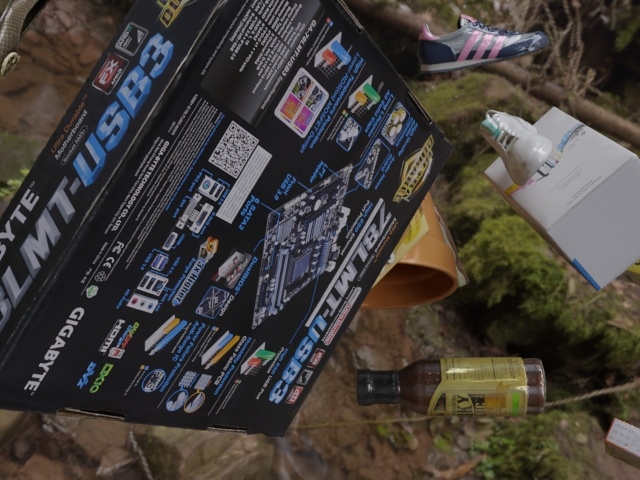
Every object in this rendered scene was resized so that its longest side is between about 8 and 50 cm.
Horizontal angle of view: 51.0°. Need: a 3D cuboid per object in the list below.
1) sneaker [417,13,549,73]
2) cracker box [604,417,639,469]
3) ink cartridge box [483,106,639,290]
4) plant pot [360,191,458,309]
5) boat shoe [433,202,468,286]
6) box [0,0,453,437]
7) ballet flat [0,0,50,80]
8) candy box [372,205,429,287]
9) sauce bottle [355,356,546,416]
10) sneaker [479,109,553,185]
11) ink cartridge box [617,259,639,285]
[{"bbox_3d":[0.396,-0.497,1.646,0.112,0.319,0.131,-85,164,-76],"label":"sneaker"},{"bbox_3d":[0.796,0.514,1.578,0.232,0.067,0.156,23,-16,32],"label":"cracker box"},{"bbox_3d":[0.418,-0.074,1.100,0.171,0.168,0.232,41,13,-28],"label":"ink cartridge box"},{"bbox_3d":[0.110,-0.004,1.278,0.291,0.291,0.203,17,63,-34],"label":"plant pot"},{"bbox_3d":[0.265,0.028,1.545,0.095,0.095,0.257,-99,164,-53],"label":"boat shoe"},{"bbox_3d":[-0.049,-0.011,0.466,0.073,0.295,0.293,32,1,33],"label":"box"},{"bbox_3d":[-0.426,-0.320,0.969,0.058,0.084,0.250,26,52,-28],"label":"ballet flat"},{"bbox_3d":[0.000,0.000,0.879,0.316,0.087,0.183,-42,126,-28],"label":"candy box"},{"bbox_3d":[0.240,0.276,1.264,0.344,0.111,0.111,-3,39,8],"label":"sauce bottle"},{"bbox_3d":[0.285,-0.151,1.019,0.094,0.080,0.212,34,21,-7],"label":"sneaker"},{"bbox_3d":[0.758,-0.028,1.384,0.072,0.303,0.307,44,-12,-36],"label":"ink cartridge box"}]
